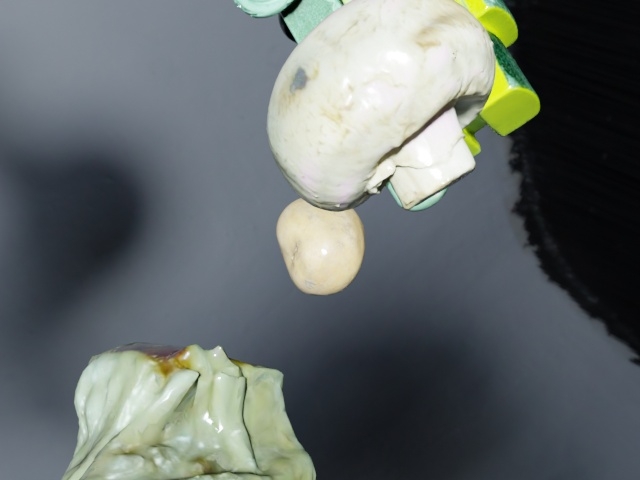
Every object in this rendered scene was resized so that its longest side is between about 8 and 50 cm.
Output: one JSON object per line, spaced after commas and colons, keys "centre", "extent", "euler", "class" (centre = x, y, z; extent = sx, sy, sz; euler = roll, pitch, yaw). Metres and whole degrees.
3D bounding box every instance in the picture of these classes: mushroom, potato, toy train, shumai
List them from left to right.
{"centre": [-0.132, 0.175, 0.597], "extent": [0.261, 0.222, 0.225], "euler": [-9, 154, -46], "class": "shumai"}
{"centre": [0.001, 0.001, 1.227], "extent": [0.112, 0.147, 0.112], "euler": [-4, 117, -7], "class": "potato"}
{"centre": [0.022, -0.044, 0.352], "extent": [0.083, 0.067, 0.083], "euler": [-35, 173, -5], "class": "mushroom"}
{"centre": [0.081, -0.261, 1.289], "extent": [0.272, 0.442, 0.179], "euler": [-34, 160, 15], "class": "toy train"}
